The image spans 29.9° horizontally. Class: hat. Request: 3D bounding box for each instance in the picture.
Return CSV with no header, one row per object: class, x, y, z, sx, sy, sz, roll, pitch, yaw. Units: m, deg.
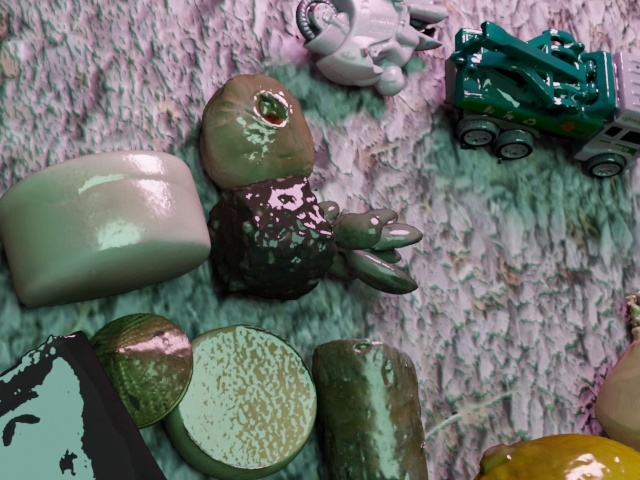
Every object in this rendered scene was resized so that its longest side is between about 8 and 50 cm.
hat,-0.222,0.138,1.367,0.146,0.067,0.146,-5,63,9

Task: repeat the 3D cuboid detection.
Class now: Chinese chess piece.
Chinese chess piece,-0.097,0.194,1.438,0.188,0.083,0.188,8,68,-20

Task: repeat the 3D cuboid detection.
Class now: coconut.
coconut,0.482,0.214,1.636,0.224,0.224,0.224,10,65,-21

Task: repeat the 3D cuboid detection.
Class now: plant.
plant,-0.001,-0.002,1.528,0.275,0.149,0.146,4,67,-27

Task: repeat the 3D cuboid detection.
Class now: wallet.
wallet,-0.251,0.295,1.301,0.197,0.051,0.377,-31,95,-32

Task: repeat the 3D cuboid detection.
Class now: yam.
yam,0.075,0.284,1.450,0.133,0.133,0.330,-2,72,-26

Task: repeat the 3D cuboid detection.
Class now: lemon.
lemon,0.308,0.393,1.407,0.336,0.336,0.336,10,65,-21

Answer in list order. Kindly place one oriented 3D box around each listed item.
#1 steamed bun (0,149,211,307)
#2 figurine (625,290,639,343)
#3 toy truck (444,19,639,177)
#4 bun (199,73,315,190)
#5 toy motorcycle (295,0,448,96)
steamed bun,-0.247,-0.019,1.408,0.242,0.164,0.146,-11,73,-28
figurine,0.501,0.142,1.758,0.098,0.081,0.146,-19,79,14
toy truck,0.342,-0.216,1.769,0.363,0.178,0.176,14,63,-23
bun,-0.078,-0.143,1.570,0.167,0.113,0.173,-28,81,-33
toy motorcycle,0.079,-0.289,1.725,0.260,0.110,0.170,-18,93,-37
